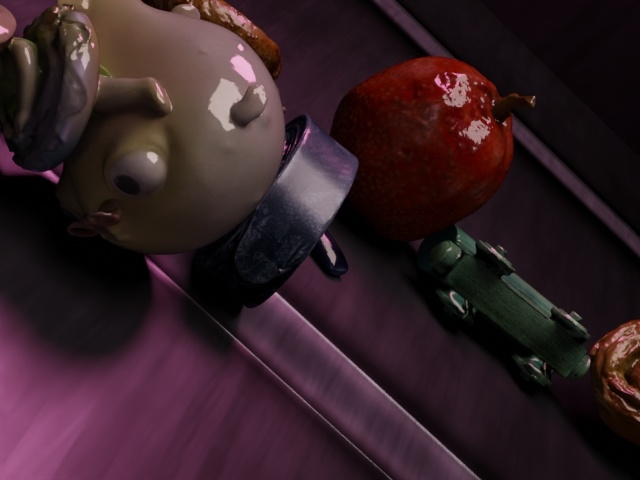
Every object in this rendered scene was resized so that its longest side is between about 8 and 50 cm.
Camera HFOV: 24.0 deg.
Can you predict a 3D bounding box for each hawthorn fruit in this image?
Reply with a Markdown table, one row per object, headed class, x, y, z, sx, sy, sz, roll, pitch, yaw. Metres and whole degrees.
| class | x | y | z | sx | sy | sz | roll | pitch | yaw |
| --- | --- | --- | --- | --- | --- | --- | --- | --- | --- |
| hawthorn fruit | 0.135 | -0.115 | 1.735 | 0.205 | 0.253 | 0.205 | 54 | 23 | -37 |

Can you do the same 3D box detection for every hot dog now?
| class | x | y | z | sx | sy | sz | roll | pitch | yaw |
| --- | --- | --- | --- | --- | --- | --- | --- | --- | --- |
| hot dog | 0.422 | 0.187 | 1.864 | 0.259 | 0.114 | 0.175 | 23 | 53 | -62 |

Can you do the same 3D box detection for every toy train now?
| class | x | y | z | sx | sy | sz | roll | pitch | yaw |
| --- | --- | --- | --- | --- | --- | --- | --- | --- | --- |
| toy train | 0.216 | 0.074 | 1.790 | 0.248 | 0.101 | 0.159 | 39 | 6 | -19 |

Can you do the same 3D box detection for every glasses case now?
| class | x | y | z | sx | sy | sz | roll | pitch | yaw |
| --- | --- | --- | --- | --- | --- | --- | --- | --- | --- |
| glasses case | 0.000 | 0.000 | 1.588 | 0.083 | 0.023 | 0.033 | 53 | 20 | 19 |

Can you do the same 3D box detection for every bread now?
| class | x | y | z | sx | sy | sz | roll | pitch | yaw |
| --- | --- | --- | --- | --- | --- | --- | --- | --- | --- |
| bread | -0.124 | -0.227 | 1.644 | 0.193 | 0.064 | 0.193 | 31 | -4 | 2 |

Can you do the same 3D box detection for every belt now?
| class | x | y | z | sx | sy | sz | roll | pitch | yaw |
| --- | --- | --- | --- | --- | --- | --- | --- | --- | --- |
| belt | -0.044 | -0.028 | 1.372 | 0.082 | 0.141 | 0.190 | 39 | 54 | -14 |

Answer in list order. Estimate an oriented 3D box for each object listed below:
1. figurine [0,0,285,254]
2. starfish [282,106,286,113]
| class | x | y | z | sx | sy | sz | roll | pitch | yaw |
| --- | --- | --- | --- | --- | --- | --- | --- | --- | --- |
| figurine | -0.217 | -0.144 | 1.206 | 0.394 | 0.227 | 0.274 | 15 | 64 | -29 |
| starfish | -0.082 | -0.094 | 1.558 | 0.238 | 0.071 | 0.216 | 58 | 17 | 10 |
